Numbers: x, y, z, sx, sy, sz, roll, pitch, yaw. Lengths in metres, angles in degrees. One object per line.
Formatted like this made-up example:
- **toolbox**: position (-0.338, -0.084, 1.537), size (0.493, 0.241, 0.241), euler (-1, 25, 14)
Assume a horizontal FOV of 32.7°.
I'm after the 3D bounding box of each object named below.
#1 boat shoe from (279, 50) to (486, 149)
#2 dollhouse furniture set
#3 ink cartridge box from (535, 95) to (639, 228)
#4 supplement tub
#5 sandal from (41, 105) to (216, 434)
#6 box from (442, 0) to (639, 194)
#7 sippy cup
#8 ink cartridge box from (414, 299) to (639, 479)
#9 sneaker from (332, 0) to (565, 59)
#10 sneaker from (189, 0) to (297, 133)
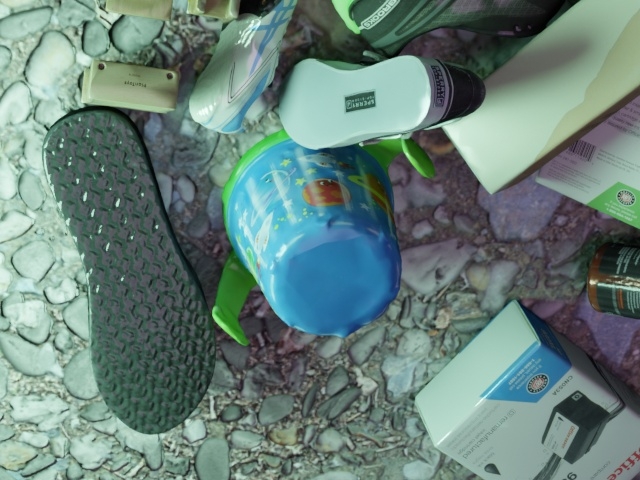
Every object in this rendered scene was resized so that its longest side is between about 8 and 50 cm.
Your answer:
- **boat shoe**: position (0.067, -0.170, 1.296), size (0.104, 0.306, 0.113), euler (-4, 89, -36)
- **dollhouse furniture set**: position (-0.212, -0.277, 1.276), size (0.212, 0.161, 0.242), euler (6, 93, -14)
- **ink cartridge box**: position (0.398, -0.149, 1.414), size (0.160, 0.092, 0.220), euler (28, 115, 23)
- **supplement tub**: position (0.479, 0.064, 1.516), size (0.106, 0.197, 0.106), euler (-14, 108, -49)
- **sandal**: position (-0.241, 0.038, 1.438), size (0.167, 0.107, 0.446), euler (-11, 106, -4)
- **box**: position (0.309, -0.198, 1.315), size (0.311, 0.148, 0.121), euler (-39, 82, 33)
- **sippy cup**: position (0.000, 0.000, 1.383), size (0.239, 0.224, 0.306), euler (7, 116, -13)
- **ink cartridge box**: position (0.334, 0.270, 1.638), size (0.307, 0.129, 0.223), euler (36, 105, -25)
- **sneaker**: position (0.245, -0.355, 1.295), size (0.482, 0.185, 0.202), euler (-17, 130, 7)
- **sneaker**: position (-0.079, -0.240, 1.334), size (0.086, 0.085, 0.237), euler (13, 113, -46)
